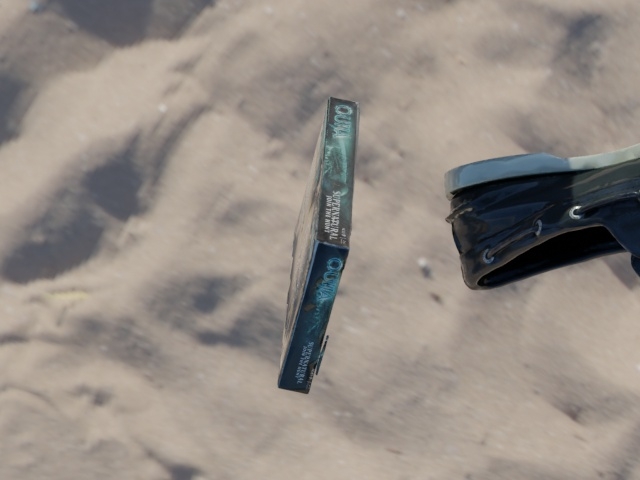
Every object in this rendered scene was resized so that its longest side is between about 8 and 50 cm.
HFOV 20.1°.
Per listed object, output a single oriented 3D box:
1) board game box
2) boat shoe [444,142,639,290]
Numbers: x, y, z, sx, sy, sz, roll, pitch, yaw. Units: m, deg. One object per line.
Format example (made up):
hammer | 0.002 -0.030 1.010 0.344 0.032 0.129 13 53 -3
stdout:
board game box | 0.000 0.000 1.257 0.026 0.126 0.186 12 35 -5
boat shoe | 0.246 -0.013 1.395 0.340 0.127 0.113 -4 77 31
